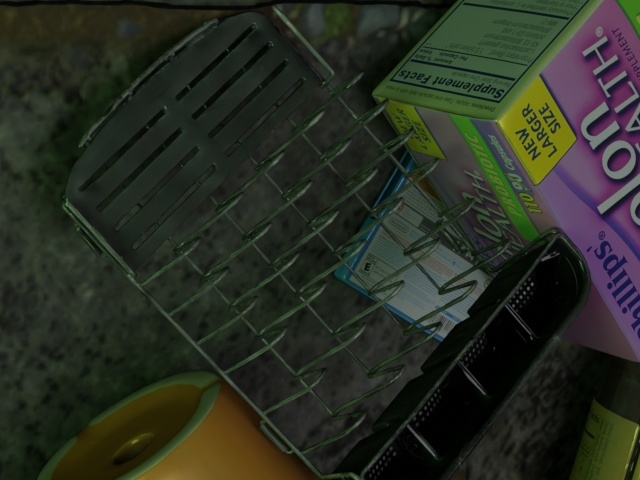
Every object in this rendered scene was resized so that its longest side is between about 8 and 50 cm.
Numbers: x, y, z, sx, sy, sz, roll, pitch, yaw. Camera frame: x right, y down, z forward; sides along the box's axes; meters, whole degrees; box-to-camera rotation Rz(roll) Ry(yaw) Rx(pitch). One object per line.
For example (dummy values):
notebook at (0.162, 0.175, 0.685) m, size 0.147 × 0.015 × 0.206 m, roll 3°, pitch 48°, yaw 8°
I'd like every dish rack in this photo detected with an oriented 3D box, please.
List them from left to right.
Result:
dish rack at (0.000, 0.000, 1.013) m, size 0.271 × 0.074 × 0.208 m, roll 47°, pitch 58°, yaw -8°

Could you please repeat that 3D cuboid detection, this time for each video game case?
video game case at (0.092, -0.023, 1.180) m, size 0.119 × 0.015 × 0.166 m, roll 32°, pitch 87°, yaw -37°

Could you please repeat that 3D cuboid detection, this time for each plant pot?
plant pot at (-0.064, 0.187, 1.048) m, size 0.205 × 0.205 × 0.188 m, roll -38°, pitch 108°, yaw -18°

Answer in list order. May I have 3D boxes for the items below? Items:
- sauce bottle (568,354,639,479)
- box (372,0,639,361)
sauce bottle at (0.243, 0.139, 1.282) m, size 0.111 × 0.111 × 0.344 m, roll 9°, pitch 102°, yaw -37°
box at (0.191, -0.090, 1.144) m, size 0.243 × 0.117 × 0.213 m, roll -47°, pitch 125°, yaw -18°
